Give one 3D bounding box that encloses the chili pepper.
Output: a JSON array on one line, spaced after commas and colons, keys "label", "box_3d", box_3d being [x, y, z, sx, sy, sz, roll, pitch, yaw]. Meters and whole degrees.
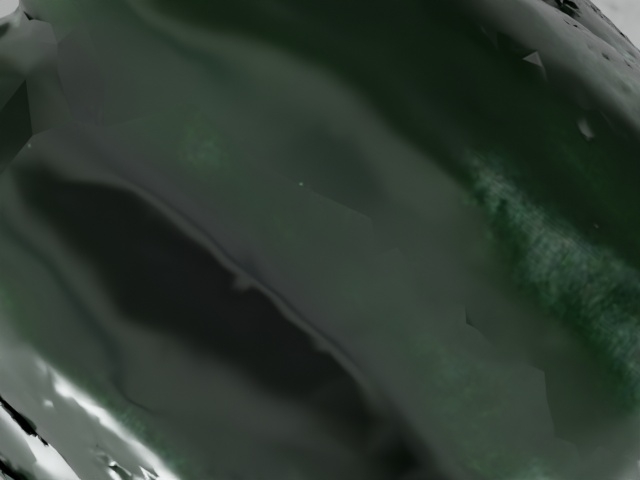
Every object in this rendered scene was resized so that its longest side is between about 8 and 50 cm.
[{"label": "chili pepper", "box_3d": [0.000, 0.000, 0.495, 0.256, 0.233, 0.248, 42, -98, -11]}]
